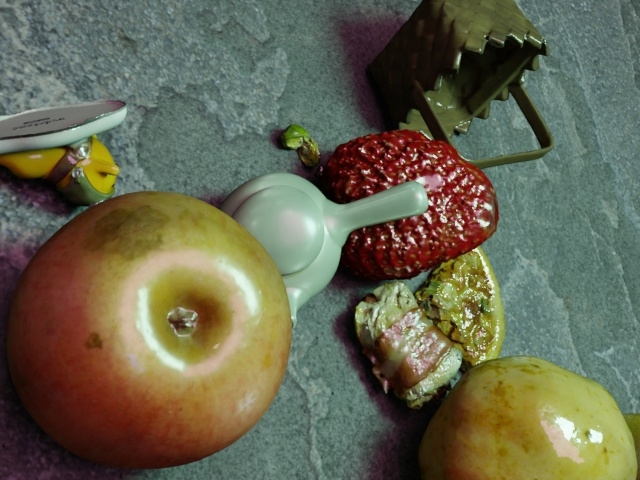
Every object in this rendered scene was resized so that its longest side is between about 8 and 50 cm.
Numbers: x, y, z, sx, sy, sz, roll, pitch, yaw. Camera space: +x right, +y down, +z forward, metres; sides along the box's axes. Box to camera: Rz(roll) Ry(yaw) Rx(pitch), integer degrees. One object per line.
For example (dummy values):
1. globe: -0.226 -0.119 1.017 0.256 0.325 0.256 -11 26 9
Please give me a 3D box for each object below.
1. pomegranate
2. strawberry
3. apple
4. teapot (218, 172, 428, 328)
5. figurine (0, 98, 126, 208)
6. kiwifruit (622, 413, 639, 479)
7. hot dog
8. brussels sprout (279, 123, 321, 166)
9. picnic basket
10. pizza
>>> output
1. pomegranate: 0.314 0.343 1.411 0.342 0.342 0.343 13 63 -28
2. strawberry: 0.135 -0.064 1.494 0.261 0.257 0.261 6 76 -26
3. apple: -0.207 0.109 1.142 0.363 0.364 0.364 13 63 -28
4. teapot: -0.019 -0.033 1.372 0.318 0.149 0.220 -41 88 -9
5. figurine: -0.388 -0.107 1.278 0.249 0.166 0.141 -11 114 -11
6. kiwifruit: 0.521 0.400 1.540 0.196 0.234 0.196 50 28 -40
7. hot dog: 0.138 0.174 1.484 0.146 0.103 0.213 -30 78 -17
8. brussels sprout: -0.033 -0.165 1.555 0.083 0.046 0.051 46 48 -20
9. picnic basket: 0.272 -0.280 1.640 0.254 0.291 0.321 -10 67 -35
10. pizza: 0.251 0.111 1.604 0.197 0.058 0.292 15 62 -26
